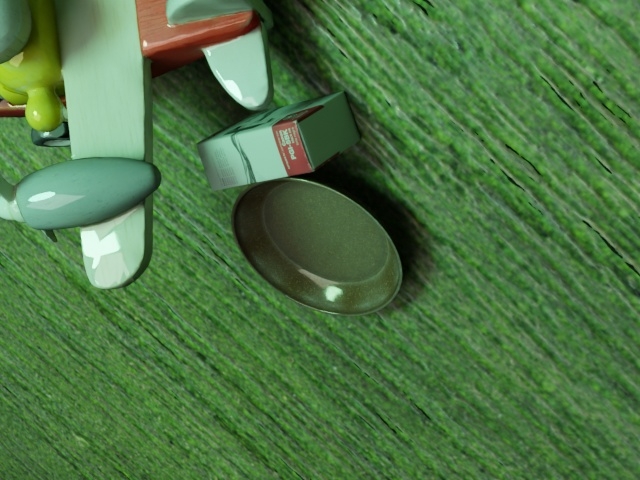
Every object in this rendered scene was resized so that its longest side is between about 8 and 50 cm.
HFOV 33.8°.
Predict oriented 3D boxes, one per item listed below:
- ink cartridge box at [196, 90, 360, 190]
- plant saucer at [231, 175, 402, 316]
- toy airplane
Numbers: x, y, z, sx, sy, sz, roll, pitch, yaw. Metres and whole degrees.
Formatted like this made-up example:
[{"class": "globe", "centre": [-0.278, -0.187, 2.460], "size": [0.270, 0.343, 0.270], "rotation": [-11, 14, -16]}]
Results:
[{"class": "ink cartridge box", "centre": [-0.044, -0.101, 1.081], "size": [0.135, 0.099, 0.056], "rotation": [-9, 109, 36]}, {"class": "plant saucer", "centre": [0.000, 0.000, 1.129], "size": [0.198, 0.036, 0.198], "rotation": [18, 140, 16]}, {"class": "toy airplane", "centre": [-0.237, -0.201, 1.032], "size": [0.386, 0.272, 0.384], "rotation": [43, 111, 26]}]
